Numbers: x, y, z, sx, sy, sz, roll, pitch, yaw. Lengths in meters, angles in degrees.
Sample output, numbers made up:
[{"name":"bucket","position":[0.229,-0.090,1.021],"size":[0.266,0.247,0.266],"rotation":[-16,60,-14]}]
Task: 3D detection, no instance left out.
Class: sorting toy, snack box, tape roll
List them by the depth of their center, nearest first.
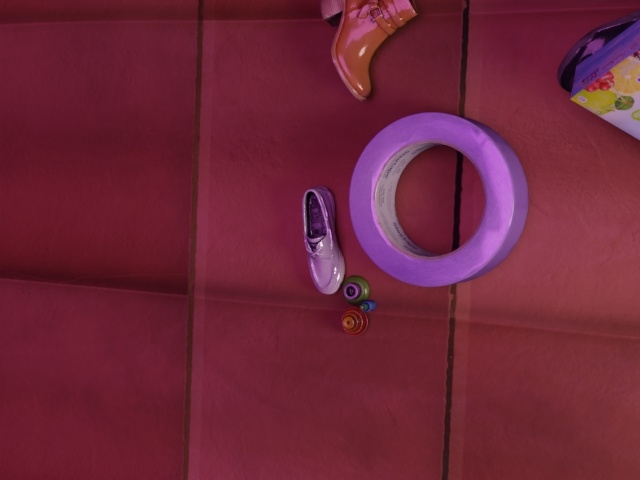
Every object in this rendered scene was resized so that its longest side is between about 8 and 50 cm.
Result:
[{"name":"snack box","position":[0.484,-0.210,1.559],"size":[0.174,0.207,0.070],"rotation":[-39,30,57]},{"name":"tape roll","position":[0.187,-0.065,1.796],"size":[0.275,0.090,0.275],"rotation":[1,93,25]},{"name":"sorting toy","position":[0.057,0.110,1.889],"size":[0.061,0.042,0.102],"rotation":[-3,90,26]}]

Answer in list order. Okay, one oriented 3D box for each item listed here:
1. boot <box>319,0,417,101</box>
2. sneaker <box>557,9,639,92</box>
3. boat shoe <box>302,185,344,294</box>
[{"name":"boot","position":[0.091,-0.341,1.844],"size":[0.152,0.073,0.197],"rotation":[-18,86,21]},{"name":"sneaker","position":[0.458,-0.260,1.642],"size":[0.227,0.087,0.130],"rotation":[-24,50,21]},{"name":"boat shoe","position":[0.000,0.000,1.901],"size":[0.066,0.063,0.184],"rotation":[1,92,26]}]
